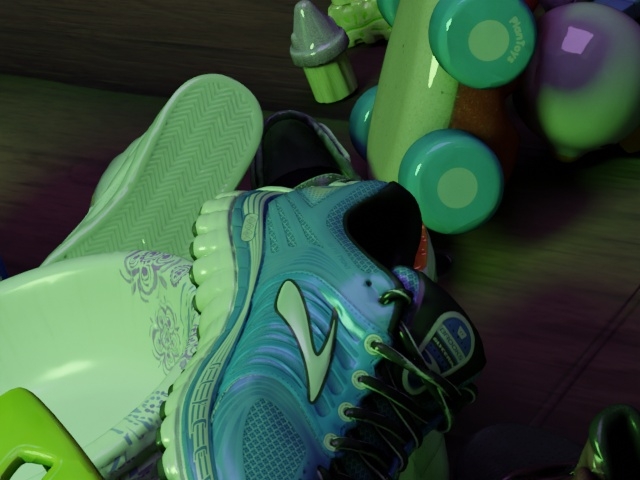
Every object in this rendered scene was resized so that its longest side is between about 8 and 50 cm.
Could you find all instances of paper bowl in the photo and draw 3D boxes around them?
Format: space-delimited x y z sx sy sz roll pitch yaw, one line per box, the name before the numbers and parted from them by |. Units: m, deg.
paper bowl | -0.165 0.140 1.087 0.284 0.148 0.284 -17 27 9

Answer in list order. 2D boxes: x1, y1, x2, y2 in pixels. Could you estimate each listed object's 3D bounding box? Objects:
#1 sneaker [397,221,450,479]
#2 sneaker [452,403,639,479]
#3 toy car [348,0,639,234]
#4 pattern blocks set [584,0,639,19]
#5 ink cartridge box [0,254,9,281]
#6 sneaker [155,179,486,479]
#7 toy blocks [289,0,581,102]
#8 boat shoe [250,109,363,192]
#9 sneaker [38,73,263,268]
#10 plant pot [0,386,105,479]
sneaker | 0.033 0.101 1.088 0.099 0.121 0.262 -10 44 20
sneaker | 0.149 0.133 0.953 0.106 0.163 0.281 -26 33 -15
toy car | 0.166 -0.106 1.352 0.238 0.210 0.219 8 14 -13
pattern blocks set | 0.389 -0.192 1.484 0.285 0.026 0.325 -28 33 -19
ink cartridge box | -0.359 0.030 1.250 0.151 0.270 0.395 -1 35 20
sneaker | 0.008 0.079 0.933 0.147 0.130 0.330 -17 43 17
toy blocks | 0.088 -0.302 1.550 0.288 0.260 0.309 -7 32 26
boat shoe | 0.004 -0.001 1.288 0.113 0.105 0.306 -15 31 3
sneaker | -0.149 0.019 1.348 0.292 0.108 0.169 -55 7 -15
plant pot | -0.136 0.243 0.831 0.227 0.228 0.207 -38 35 -18
